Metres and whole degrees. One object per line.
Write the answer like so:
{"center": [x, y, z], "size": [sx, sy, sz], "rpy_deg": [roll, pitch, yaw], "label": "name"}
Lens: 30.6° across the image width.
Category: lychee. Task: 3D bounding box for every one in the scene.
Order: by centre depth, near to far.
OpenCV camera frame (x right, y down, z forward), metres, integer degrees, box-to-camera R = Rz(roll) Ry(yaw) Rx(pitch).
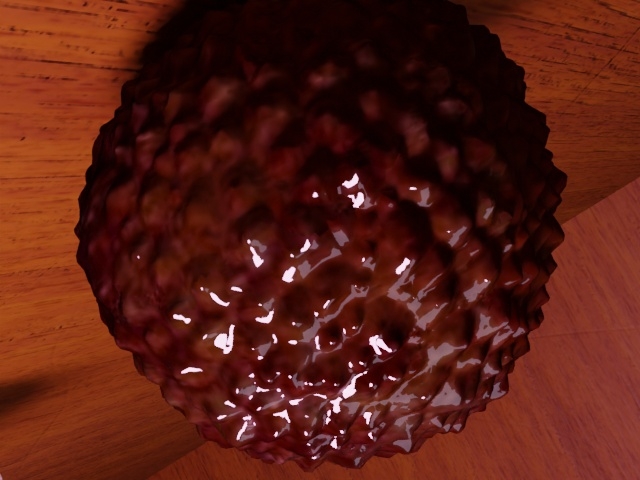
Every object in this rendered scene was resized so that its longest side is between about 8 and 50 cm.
{"center": [0.000, 0.000, 0.628], "size": [0.264, 0.264, 0.300], "rpy_deg": [-15, 144, -46], "label": "lychee"}

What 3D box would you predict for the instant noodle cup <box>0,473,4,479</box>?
{"center": [-0.402, 0.267, 1.017], "size": [0.216, 0.216, 0.172], "rpy_deg": [-30, 160, 12], "label": "instant noodle cup"}
